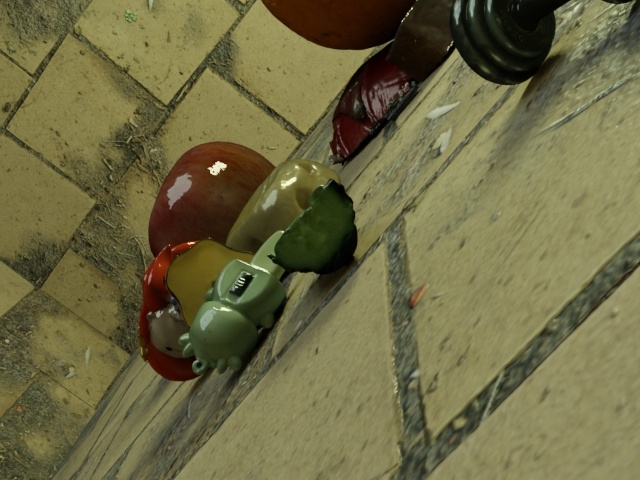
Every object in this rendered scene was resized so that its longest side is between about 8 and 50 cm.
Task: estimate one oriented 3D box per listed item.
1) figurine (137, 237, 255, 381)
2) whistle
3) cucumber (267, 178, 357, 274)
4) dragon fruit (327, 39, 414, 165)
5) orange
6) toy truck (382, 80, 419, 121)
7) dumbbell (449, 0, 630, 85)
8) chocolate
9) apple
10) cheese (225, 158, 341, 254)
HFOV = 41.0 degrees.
[{"bbox_3d":[-0.196,0.098,1.351,0.181,0.208,0.257,-27,-4,-35],"label":"figurine"},{"bbox_3d":[-0.105,0.086,1.186,0.244,0.110,0.092,-58,-25,-29],"label":"whistle"},{"bbox_3d":[0.000,0.000,1.035,0.115,0.086,0.193,-52,2,-5],"label":"cucumber"},{"bbox_3d":[0.114,-0.300,1.688,0.343,0.100,0.282,-51,12,10],"label":"dragon fruit"},{"bbox_3d":[0.040,-0.584,1.681,0.326,0.424,0.424,17,64,43],"label":"orange"},{"bbox_3d":[0.144,-0.248,1.517,0.083,0.024,0.032,-51,30,22],"label":"toy truck"},{"bbox_3d":[0.214,-0.222,0.758,0.110,0.110,0.254,-56,15,-26],"label":"dumbbell"},{"bbox_3d":[0.232,-0.431,1.593,0.321,0.112,0.112,-59,1,-34],"label":"chocolate"},{"bbox_3d":[-0.207,-0.052,1.857,0.345,0.270,0.344,20,-90,-89],"label":"apple"},{"bbox_3d":[-0.063,-0.035,1.413,0.235,0.117,0.218,-56,10,-7],"label":"cheese"}]
